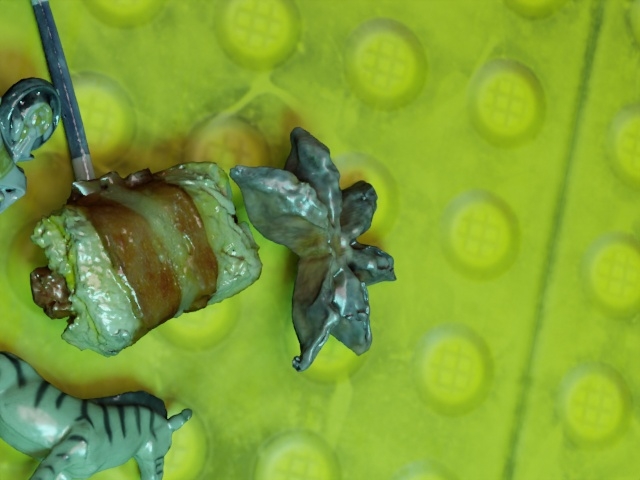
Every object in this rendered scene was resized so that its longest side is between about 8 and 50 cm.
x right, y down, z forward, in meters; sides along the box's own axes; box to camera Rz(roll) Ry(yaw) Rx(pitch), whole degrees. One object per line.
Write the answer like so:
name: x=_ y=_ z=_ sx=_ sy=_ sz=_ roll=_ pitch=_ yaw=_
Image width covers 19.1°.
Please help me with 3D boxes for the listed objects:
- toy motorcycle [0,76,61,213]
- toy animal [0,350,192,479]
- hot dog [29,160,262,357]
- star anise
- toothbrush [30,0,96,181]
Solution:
toy motorcycle: x=-0.306 y=-0.057 z=1.523 sx=0.225 sy=0.073 sz=0.152 roll=-9 pitch=121 yaw=-47
toy animal: x=-0.226 y=0.149 z=1.563 sx=0.217 sy=0.073 sz=0.176 roll=38 pitch=51 yaw=-4
hot dog: x=-0.152 y=0.011 z=1.593 sx=0.213 sy=0.103 sz=0.146 roll=-19 pitch=94 yaw=-41
star anise: x=0.011 y=-0.001 z=1.656 sx=0.172 sy=0.063 sz=0.208 roll=-17 pitch=90 yaw=-50
toothbrush: x=-0.231 y=-0.180 z=1.616 sx=0.026 sy=0.024 sz=0.288 roll=-15 pitch=91 yaw=-37
